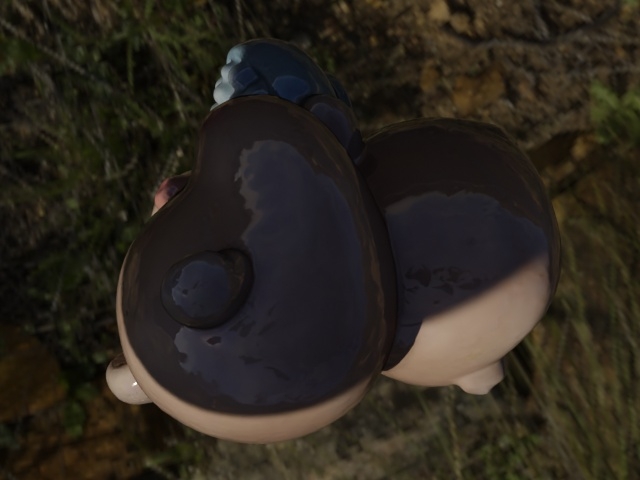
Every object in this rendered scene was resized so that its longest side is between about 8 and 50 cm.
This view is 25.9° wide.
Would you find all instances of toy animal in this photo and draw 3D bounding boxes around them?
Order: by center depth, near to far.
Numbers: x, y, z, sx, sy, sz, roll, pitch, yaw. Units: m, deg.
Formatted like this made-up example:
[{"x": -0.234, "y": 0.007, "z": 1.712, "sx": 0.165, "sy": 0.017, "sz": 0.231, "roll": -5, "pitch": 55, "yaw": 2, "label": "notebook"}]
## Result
[{"x": 0.008, "y": 0.019, "z": 0.786, "sx": 0.221, "sy": 0.229, "sz": 0.210, "roll": 26, "pitch": 149, "yaw": -8, "label": "toy animal"}]
